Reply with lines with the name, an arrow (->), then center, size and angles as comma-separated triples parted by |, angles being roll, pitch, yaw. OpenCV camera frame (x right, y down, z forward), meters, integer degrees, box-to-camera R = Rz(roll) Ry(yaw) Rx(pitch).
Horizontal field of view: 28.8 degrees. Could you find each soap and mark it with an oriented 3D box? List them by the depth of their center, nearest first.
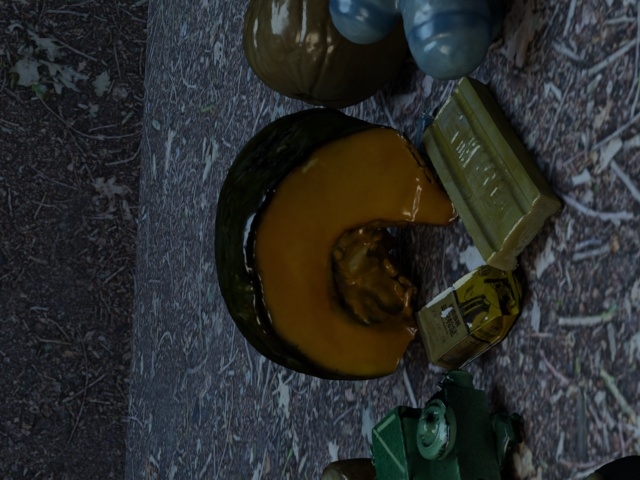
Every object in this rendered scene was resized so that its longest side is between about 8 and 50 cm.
soap -> 0.170, -0.075, 1.286 | 0.092, 0.037, 0.252 | -55, 30, 24

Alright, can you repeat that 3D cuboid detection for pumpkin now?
pumpkin -> 0.000, 0.000, 1.457 | 0.303, 0.256, 0.225 | -67, 16, -1

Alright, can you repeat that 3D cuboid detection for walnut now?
walnut -> 0.010, -0.284, 1.604 | 0.228, 0.228, 0.227 | -173, 90, -71

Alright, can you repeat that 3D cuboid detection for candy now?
candy -> 0.124, -0.121, 1.493 | 0.030, 0.020, 0.083 | 170, 107, -69

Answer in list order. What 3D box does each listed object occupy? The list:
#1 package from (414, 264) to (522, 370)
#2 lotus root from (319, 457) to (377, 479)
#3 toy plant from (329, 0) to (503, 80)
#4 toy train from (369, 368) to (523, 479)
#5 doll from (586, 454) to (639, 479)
package -> 0.160, 0.071, 1.270 | 0.131, 0.047, 0.071 | -41, 41, 25
lotus root -> 0.041, 0.389, 1.472 | 0.170, 0.075, 0.260 | 173, 103, -68
toy plant -> 0.119, -0.320, 1.293 | 0.247, 0.247, 0.332 | 131, 138, -59
toy train -> 0.125, 0.260, 1.205 | 0.154, 0.115, 0.269 | 129, 143, -48
doll -> 0.246, 0.220, 0.920 | 0.089, 0.102, 0.179 | -36, 24, 3
